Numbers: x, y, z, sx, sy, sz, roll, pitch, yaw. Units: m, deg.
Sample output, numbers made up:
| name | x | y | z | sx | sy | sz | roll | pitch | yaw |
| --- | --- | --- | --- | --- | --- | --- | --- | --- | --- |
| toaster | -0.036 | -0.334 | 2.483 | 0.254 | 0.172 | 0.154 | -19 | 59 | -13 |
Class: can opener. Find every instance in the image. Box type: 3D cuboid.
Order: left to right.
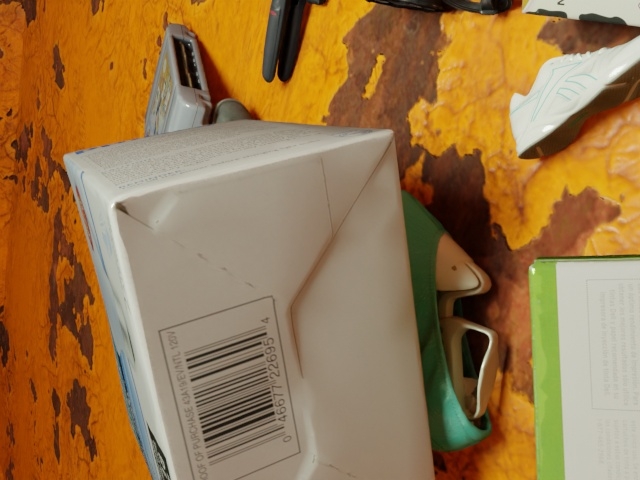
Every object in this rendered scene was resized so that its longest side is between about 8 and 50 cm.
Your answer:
| name | x | y | z | sx | sy | sz | roll | pitch | yaw |
| --- | --- | --- | --- | --- | --- | --- | --- | --- | --- |
| can opener | -0.040 | -0.283 | 0.815 | 0.073 | 0.059 | 0.186 | 50 | 130 | 39 |

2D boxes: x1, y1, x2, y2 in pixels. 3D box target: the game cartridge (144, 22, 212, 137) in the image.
| name | x | y | z | sx | sy | sz | roll | pitch | yaw |
| --- | --- | --- | --- | --- | --- | --- | --- | --- | --- |
| game cartridge | -0.229 | -0.190 | 1.023 | 0.198 | 0.062 | 0.297 | -62 | 30 | 29 |

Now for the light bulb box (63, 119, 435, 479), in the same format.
| name | x | y | z | sx | sy | sz | roll | pitch | yaw |
| --- | --- | --- | --- | --- | --- | --- | --- | --- | --- |
| light bulb box | -0.088 | 0.075 | 0.655 | 0.361 | 0.225 | 0.358 | 23 | 125 | 62 |

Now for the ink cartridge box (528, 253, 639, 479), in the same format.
| name | x | y | z | sx | sy | sz | roll | pitch | yaw |
| --- | --- | --- | --- | --- | --- | --- | --- | --- | --- |
| ink cartridge box | 0.266 | 0.101 | 0.405 | 0.255 | 0.097 | 0.189 | -2 | 90 | 20 |

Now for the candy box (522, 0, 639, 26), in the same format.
| name | x | y | z | sx | sy | sz | roll | pitch | yaw |
| --- | --- | --- | --- | --- | --- | --- | --- | --- | --- |
| candy box | 0.234 | -0.211 | 0.393 | 0.233 | 0.071 | 0.159 | 33 | 137 | 51 |

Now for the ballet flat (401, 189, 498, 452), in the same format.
| name | x | y | z | sx | sy | sz | roll | pitch | yaw |
| --- | --- | --- | --- | --- | --- | --- | --- | --- | --- |
| ballet flat | 0.121 | 0.070 | 0.615 | 0.087 | 0.083 | 0.247 | -9 | 85 | 30 |

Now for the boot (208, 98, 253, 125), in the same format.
| name | x | y | z | sx | sy | sz | roll | pitch | yaw |
| --- | --- | --- | --- | --- | --- | --- | --- | --- | --- |
| boot | -0.061 | -0.113 | 0.843 | 0.208 | 0.076 | 0.190 | -11 | 93 | 59 |

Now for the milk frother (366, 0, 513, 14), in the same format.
| name | x | y | z | sx | sy | sz | roll | pitch | yaw |
| --- | --- | --- | --- | --- | --- | --- | --- | --- | --- |
| milk frother | 0.112 | -0.278 | 0.594 | 0.143 | 0.129 | 0.135 | 12 | 107 | 9 |

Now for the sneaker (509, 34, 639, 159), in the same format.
| name | x | y | z | sx | sy | sz | roll | pitch | yaw |
| --- | --- | --- | --- | --- | --- | --- | --- | --- | --- |
| sneaker | 0.200 | -0.122 | 0.503 | 0.152 | 0.053 | 0.061 | -37 | 60 | 49 |
